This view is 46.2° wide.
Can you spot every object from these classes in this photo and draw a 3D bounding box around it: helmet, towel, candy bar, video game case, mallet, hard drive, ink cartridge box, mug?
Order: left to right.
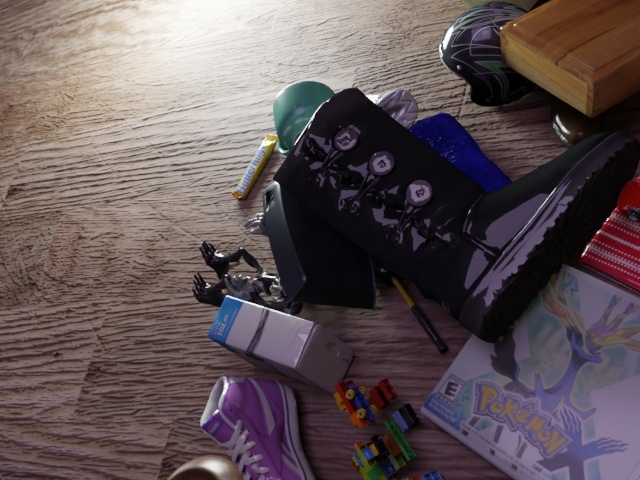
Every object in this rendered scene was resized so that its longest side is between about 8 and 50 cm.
[{"bbox_3d":[-0.133,-0.151,1.544,0.040,0.018,0.161,16,69,38],"label":"candy bar"},{"bbox_3d":[-0.063,0.168,1.211,0.190,0.139,0.082,14,70,37],"label":"ink cartridge box"},{"bbox_3d":[-0.023,-0.220,1.461,0.129,0.158,0.097,-9,56,-2],"label":"mug"},{"bbox_3d":[0.000,0.000,1.265,0.054,0.172,0.255,-61,32,38],"label":"hard drive"},{"bbox_3d":[0.148,0.104,1.199,0.039,0.062,0.190,-35,63,3],"label":"mallet"},{"bbox_3d":[0.192,-0.072,1.252,0.227,0.076,0.308,-36,48,7],"label":"towel"},{"bbox_3d":[0.298,-0.330,1.295,0.169,0.161,0.169,-16,54,23],"label":"helmet"},{"bbox_3d":[0.343,0.197,1.010,0.329,0.036,0.300,30,79,41],"label":"video game case"},{"bbox_3d":[0.521,-0.037,1.056,0.199,0.031,0.275,32,81,42],"label":"towel"}]

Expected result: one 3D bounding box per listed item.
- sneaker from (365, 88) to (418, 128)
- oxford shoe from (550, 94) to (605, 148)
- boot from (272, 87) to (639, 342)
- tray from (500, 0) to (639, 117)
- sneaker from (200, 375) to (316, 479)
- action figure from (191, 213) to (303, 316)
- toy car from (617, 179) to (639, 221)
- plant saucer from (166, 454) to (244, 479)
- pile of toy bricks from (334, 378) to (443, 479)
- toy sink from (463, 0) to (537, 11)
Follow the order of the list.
[{"bbox_3d":[0.060,-0.205,1.386,0.235,0.094,0.153,-33,10,3],"label":"sneaker"},{"bbox_3d":[0.407,-0.249,1.221,0.082,0.096,0.227,-13,56,22],"label":"oxford shoe"},{"bbox_3d":[0.189,-0.110,1.145,0.367,0.146,0.445,-45,53,-9],"label":"boot"},{"bbox_3d":[0.508,-0.356,1.163,0.410,0.076,0.203,-30,47,-12],"label":"tray"},{"bbox_3d":[-0.104,0.326,1.110,0.102,0.161,0.282,-48,40,26],"label":"sneaker"},{"bbox_3d":[-0.106,0.052,1.316,0.275,0.141,0.164,-5,53,32],"label":"action figure"},{"bbox_3d":[0.526,-0.001,0.973,0.239,0.053,0.225,-15,55,25],"label":"toy car"},{"bbox_3d":[-0.202,0.437,1.194,0.198,0.036,0.199,-16,54,24],"label":"plant saucer"},{"bbox_3d":[0.084,0.308,1.072,0.105,0.118,0.212,-49,59,33],"label":"pile of toy bricks"},{"bbox_3d":[0.332,-0.497,1.387,0.131,0.234,0.153,-50,42,35],"label":"toy sink"}]
